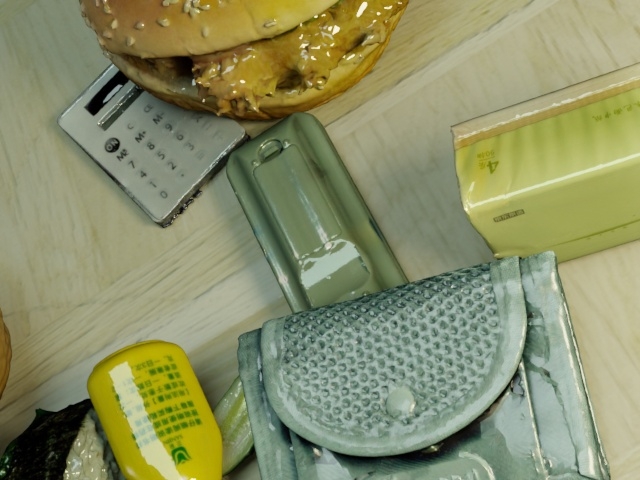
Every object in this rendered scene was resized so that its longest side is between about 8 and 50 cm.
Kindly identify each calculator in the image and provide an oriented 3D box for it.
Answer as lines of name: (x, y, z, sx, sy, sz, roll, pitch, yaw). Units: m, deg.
calculator: (-0.214, -0.141, 1.672, 0.161, 0.021, 0.261, -47, 54, -3)

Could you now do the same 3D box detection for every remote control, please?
remote control: (0.000, 0.000, 1.464, 0.128, 0.065, 0.335, -32, 55, 6)

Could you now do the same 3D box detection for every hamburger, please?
hamburger: (-0.052, -0.292, 1.530, 0.445, 0.268, 0.287, -30, 60, 3)

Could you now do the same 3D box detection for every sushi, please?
sushi: (-0.274, 0.266, 1.394, 0.127, 0.124, 0.225, -17, 32, 22)

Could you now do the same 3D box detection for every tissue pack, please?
tissue pack: (0.262, -0.069, 1.313, 0.234, 0.159, 0.125, -17, 58, 17)

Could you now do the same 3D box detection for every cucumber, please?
cucumber: (-0.088, 0.203, 1.417, 0.067, 0.035, 0.107, 36, 92, 30)

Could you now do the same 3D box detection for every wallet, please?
wallet: (0.087, 0.159, 1.299, 0.342, 0.075, 0.237, -16, 75, 19)

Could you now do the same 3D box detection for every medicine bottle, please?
medicine bottle: (-0.140, 0.245, 1.365, 0.111, 0.076, 0.309, -21, 66, -14)

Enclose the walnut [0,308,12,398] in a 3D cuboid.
walnut: (-0.498, 0.123, 1.491, 0.332, 0.333, 0.333, -12, 60, 21)
